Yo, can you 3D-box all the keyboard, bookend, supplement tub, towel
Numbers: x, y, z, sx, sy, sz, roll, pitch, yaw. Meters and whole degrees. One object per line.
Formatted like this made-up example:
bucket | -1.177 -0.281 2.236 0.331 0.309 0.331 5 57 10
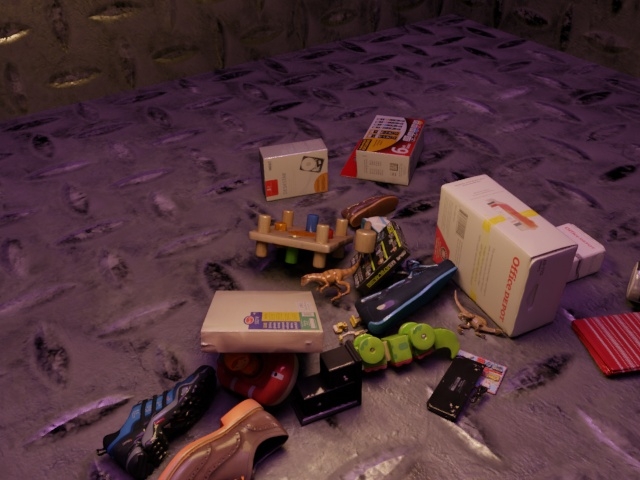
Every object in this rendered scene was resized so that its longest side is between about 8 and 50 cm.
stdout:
keyboard | 0.341 0.356 1.461 0.108 0.023 0.180 17 46 32
bookend | 0.013 0.329 1.409 0.156 0.157 0.072 -15 38 -18
supplement tub | 0.954 0.135 1.667 0.190 0.117 0.117 18 41 23
towel | 0.818 0.262 1.574 0.274 0.031 0.199 -5 35 -7

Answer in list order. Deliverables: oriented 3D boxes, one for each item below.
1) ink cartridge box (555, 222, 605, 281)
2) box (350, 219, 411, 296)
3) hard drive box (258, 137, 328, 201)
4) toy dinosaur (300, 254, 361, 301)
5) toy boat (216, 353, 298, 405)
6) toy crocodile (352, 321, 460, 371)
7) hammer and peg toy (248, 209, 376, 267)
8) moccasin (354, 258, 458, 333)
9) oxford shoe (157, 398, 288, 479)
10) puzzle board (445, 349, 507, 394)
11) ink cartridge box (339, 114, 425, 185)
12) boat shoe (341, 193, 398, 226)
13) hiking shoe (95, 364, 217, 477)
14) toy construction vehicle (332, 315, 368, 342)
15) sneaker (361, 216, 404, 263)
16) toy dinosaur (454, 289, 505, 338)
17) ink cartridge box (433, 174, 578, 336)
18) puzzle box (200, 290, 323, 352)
ink cartridge box | 0.707 0.045 1.819 0.218 0.092 0.158 -17 39 -17
box | 0.168 0.048 1.754 0.184 0.045 0.191 -43 19 15
hard drive box | -0.095 -0.253 2.179 0.232 0.181 0.089 -11 39 -11
toy dinosaur | 0.052 0.105 1.721 0.211 0.064 0.112 -13 74 -23
toy boat | -0.167 0.289 1.426 0.231 0.151 0.151 12 73 37
toy crocodile | 0.183 0.275 1.529 0.340 0.105 0.115 -12 -4 -12
hammer and peg toy | 0.000 0.000 1.815 0.361 0.127 0.266 10 10 17
moccasin | 0.241 0.123 1.678 0.342 0.138 0.117 -26 59 -35
oxford shoe | -0.212 0.477 1.247 0.132 0.130 0.363 28 46 25
puzzle board | 0.390 0.325 1.520 0.128 0.011 0.096 18 41 25
ink cartridge box | 0.241 -0.358 2.350 0.271 0.130 0.309 9 38 16
boat shoe | 0.168 -0.115 2.071 0.207 0.073 0.073 -21 43 -25
hiking shoe | -0.361 0.383 1.387 0.132 0.113 0.304 19 41 25
toy construction vehicle | 0.087 0.234 1.635 0.098 0.035 0.086 -10 37 -11
sneaker | 0.214 -0.007 1.915 0.092 0.087 0.229 -11 40 -20
toy dinosaur | 0.407 0.216 1.650 0.092 0.053 0.183 -15 43 -42
ink cartridge box | 0.492 0.035 1.687 0.160 0.279 0.385 -15 39 -19
puzzle box | -0.144 0.193 1.516 0.272 0.052 0.409 1 8 -4
